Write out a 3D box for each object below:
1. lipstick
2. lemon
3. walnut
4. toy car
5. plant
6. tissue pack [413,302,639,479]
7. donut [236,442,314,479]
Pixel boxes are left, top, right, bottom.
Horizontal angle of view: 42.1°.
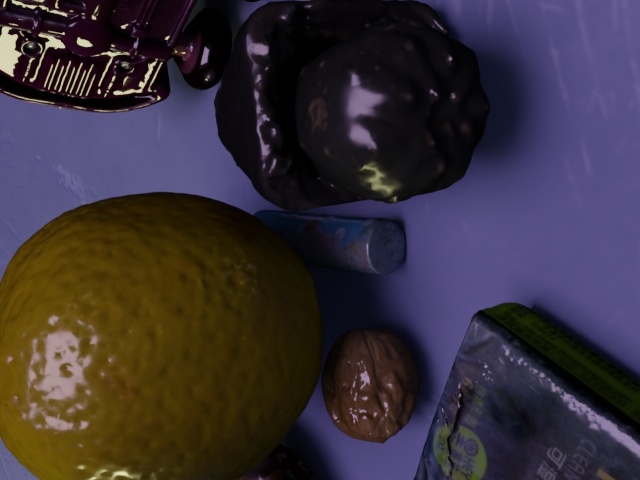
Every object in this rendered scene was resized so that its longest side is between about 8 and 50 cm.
[{"bbox_3d":[0.000,0.000,0.720,0.158,0.048,0.048,6,104,47],"label":"lipstick"},{"bbox_3d":[-0.129,0.081,0.661,0.267,0.267,0.267,14,110,45],"label":"lemon"},{"bbox_3d":[0.042,0.119,0.683,0.079,0.083,0.096,146,114,-79],"label":"walnut"},{"bbox_3d":[-0.197,-0.292,0.733,0.340,0.271,0.240,-47,47,43],"label":"toy car"},{"bbox_3d":[0.012,-0.100,0.603,0.256,0.164,0.141,16,111,57],"label":"plant"},{"bbox_3d":[0.178,0.173,0.548,0.235,0.073,0.173,40,128,35],"label":"tissue pack"},{"bbox_3d":[-0.084,0.287,0.825,0.230,0.096,0.216,5,86,42],"label":"donut"}]
